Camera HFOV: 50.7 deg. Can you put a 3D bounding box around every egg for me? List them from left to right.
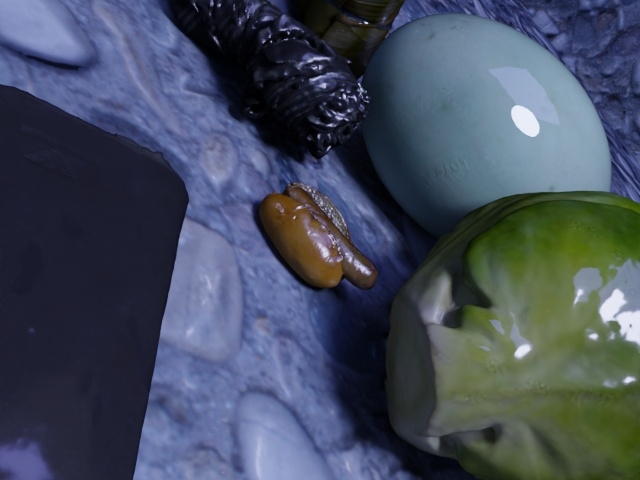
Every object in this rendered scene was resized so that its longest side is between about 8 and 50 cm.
[{"bbox_3d":[0.219,-0.126,0.898,0.389,0.276,0.276,44,33,-17],"label":"egg"}]

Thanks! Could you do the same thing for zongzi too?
[{"bbox_3d":[0.065,-0.404,0.980,0.123,0.289,0.260,15,46,-25],"label":"zongzi"}]

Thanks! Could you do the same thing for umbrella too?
[{"bbox_3d":[-0.089,-0.236,0.790,0.337,0.128,0.154,43,17,-1],"label":"umbrella"}]

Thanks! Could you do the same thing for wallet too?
[{"bbox_3d":[-0.192,0.038,0.443,0.197,0.051,0.377,30,36,-26],"label":"wallet"}]

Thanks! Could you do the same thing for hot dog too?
[{"bbox_3d":[-0.001,0.000,0.706,0.090,0.060,0.140,-21,79,-52],"label":"hot dog"}]

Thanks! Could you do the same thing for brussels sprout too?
[{"bbox_3d":[0.222,0.099,0.674,0.355,0.281,0.289,-7,97,-27],"label":"brussels sprout"}]
